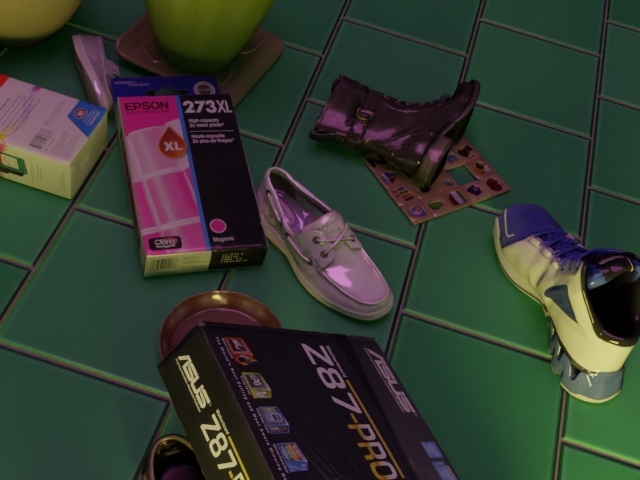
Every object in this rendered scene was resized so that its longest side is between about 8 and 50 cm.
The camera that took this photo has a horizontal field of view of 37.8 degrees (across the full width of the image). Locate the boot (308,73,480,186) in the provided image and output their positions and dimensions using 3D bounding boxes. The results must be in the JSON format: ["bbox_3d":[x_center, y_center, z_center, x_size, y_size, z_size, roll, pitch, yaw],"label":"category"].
[{"bbox_3d":[0.126,-0.219,1.540,0.229,0.091,0.263,27,53,10],"label":"boot"}]

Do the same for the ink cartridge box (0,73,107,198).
[{"bbox_3d":[-0.450,-0.164,1.389,0.231,0.078,0.134,18,48,3],"label":"ink cartridge box"}]

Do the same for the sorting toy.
[{"bbox_3d":[-0.226,-0.297,1.580,0.229,0.041,0.307,29,51,6],"label":"sorting toy"}]

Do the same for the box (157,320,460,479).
[{"bbox_3d":[0.029,0.276,1.023,0.318,0.097,0.395,14,37,-49],"label":"box"}]

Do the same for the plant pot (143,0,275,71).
[{"bbox_3d":[-0.177,-0.420,1.471,0.274,0.293,0.275,9,52,-11],"label":"plant pot"}]

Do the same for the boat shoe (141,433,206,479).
[{"bbox_3d":[-0.110,0.358,0.977,0.132,0.130,0.355,-29,57,-12],"label":"boat shoe"}]

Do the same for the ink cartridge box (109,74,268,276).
[{"bbox_3d":[-0.203,-0.122,1.391,0.175,0.069,0.371,-5,57,-19],"label":"ink cartridge box"}]

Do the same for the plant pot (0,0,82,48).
[{"bbox_3d":[-0.505,-0.428,1.525,0.284,0.191,0.284,6,49,-7],"label":"plant pot"}]

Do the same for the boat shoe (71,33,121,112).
[{"bbox_3d":[-0.357,-0.272,1.516,0.063,0.066,0.184,-12,45,-20],"label":"boat shoe"}]

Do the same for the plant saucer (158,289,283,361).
[{"bbox_3d":[-0.130,0.141,1.236,0.168,0.029,0.168,7,50,-8],"label":"plant saucer"}]

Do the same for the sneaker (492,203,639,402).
[{"bbox_3d":[0.371,0.049,1.320,0.127,0.182,0.316,-6,52,-18],"label":"sneaker"}]

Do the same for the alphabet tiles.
[{"bbox_3d":[0.169,-0.137,1.547,0.198,0.009,0.237,-19,57,-25],"label":"alphabet tiles"}]

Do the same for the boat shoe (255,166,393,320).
[{"bbox_3d":[0.000,0.000,1.337,0.098,0.096,0.277,-32,64,-33],"label":"boat shoe"}]
